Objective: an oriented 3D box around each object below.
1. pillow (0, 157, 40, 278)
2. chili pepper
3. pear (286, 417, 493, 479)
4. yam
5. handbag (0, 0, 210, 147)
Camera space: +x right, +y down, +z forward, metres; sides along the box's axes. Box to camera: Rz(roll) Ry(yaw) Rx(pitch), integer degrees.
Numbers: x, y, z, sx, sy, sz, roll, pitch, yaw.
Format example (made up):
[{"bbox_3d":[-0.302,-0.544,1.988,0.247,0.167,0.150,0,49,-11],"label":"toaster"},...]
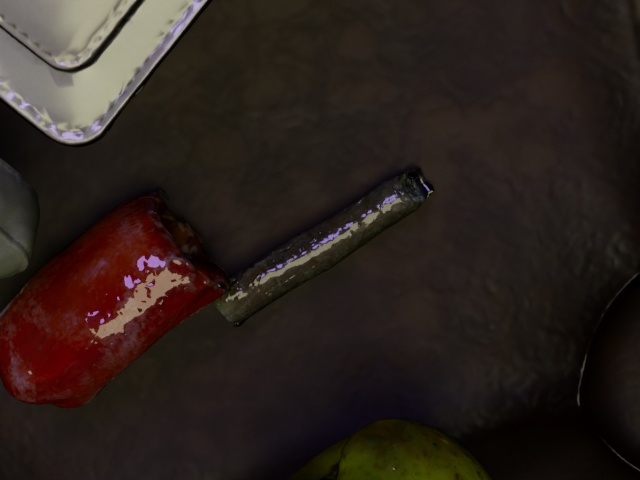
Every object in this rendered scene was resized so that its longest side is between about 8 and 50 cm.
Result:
[{"bbox_3d":[-0.298,-0.068,0.732,0.255,0.120,0.322,-9,142,22],"label":"pillow"},{"bbox_3d":[-0.113,0.036,0.883,0.123,0.070,0.073,-41,116,10],"label":"chili pepper"},{"bbox_3d":[0.027,0.201,0.891,0.187,0.187,0.219,-4,116,-3],"label":"pear"},{"bbox_3d":[0.000,0.000,0.899,0.129,0.027,0.033,-34,110,7],"label":"yam"},{"bbox_3d":[-0.078,-0.250,0.736,0.237,0.160,0.358,39,102,-10],"label":"handbag"}]
